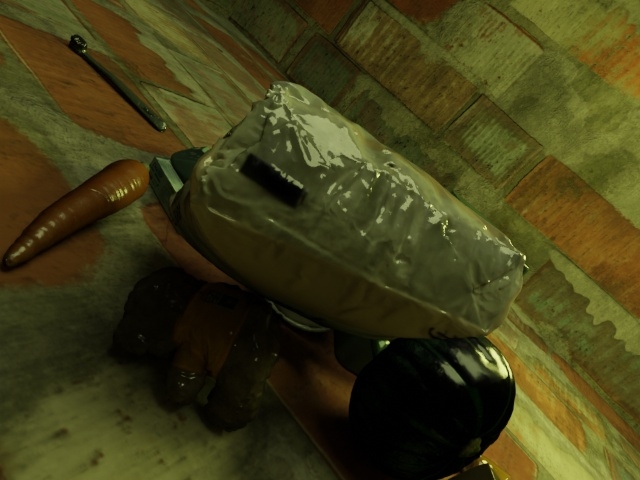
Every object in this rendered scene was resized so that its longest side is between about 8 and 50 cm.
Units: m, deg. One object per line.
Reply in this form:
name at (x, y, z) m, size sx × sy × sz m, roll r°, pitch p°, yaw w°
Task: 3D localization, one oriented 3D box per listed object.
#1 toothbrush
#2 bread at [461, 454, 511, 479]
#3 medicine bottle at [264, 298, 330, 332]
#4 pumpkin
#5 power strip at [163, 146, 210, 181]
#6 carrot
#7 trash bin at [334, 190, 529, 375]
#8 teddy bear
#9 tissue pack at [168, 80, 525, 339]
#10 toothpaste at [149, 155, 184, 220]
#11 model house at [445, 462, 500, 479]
toothbrush at (-0.451, -0.349, 1.065) m, size 0.297 × 0.030 × 0.030 m, roll 44°, pitch 45°, yaw 1°
bread at (0.302, 0.425, 0.856) m, size 0.103 × 0.049 × 0.062 m, roll 37°, pitch 20°, yaw -10°
medicine bottle at (0.006, -0.009, 0.950) m, size 0.214 × 0.213 × 0.378 m, roll 37°, pitch 20°, yaw -15°
pumpkin at (0.147, 0.218, 0.715) m, size 0.248 × 0.248 × 0.248 m, roll 37°, pitch 20°, yaw -16°
power strip at (-0.223, -0.148, 0.923) m, size 0.216 × 0.044 × 0.137 m, roll 15°, pitch 26°, yaw 37°
carrot at (-0.320, -0.050, 0.657) m, size 0.069 × 0.069 × 0.336 m, roll 39°, pitch 26°, yaw -10°
trash bin at (0.188, 0.091, 0.899) m, size 0.158 × 0.343 × 0.223 m, roll 35°, pitch 22°, yaw -15°
teddy bear at (-0.138, 0.105, 0.566) m, size 0.190 × 0.140 × 0.177 m, roll 22°, pitch 40°, yaw -5°
tissue pack at (0.000, 0.000, 0.592) m, size 0.390 × 0.195 × 0.375 m, roll 28°, pitch -17°, yaw -12°
toothpaste at (-0.259, -0.080, 0.840) m, size 0.034 × 0.046 × 0.164 m, roll 8°, pitch 39°, yaw -54°
model house at (0.274, 0.449, 0.630) m, size 0.248 × 0.176 × 0.181 m, roll 55°, pitch 16°, yaw -15°
